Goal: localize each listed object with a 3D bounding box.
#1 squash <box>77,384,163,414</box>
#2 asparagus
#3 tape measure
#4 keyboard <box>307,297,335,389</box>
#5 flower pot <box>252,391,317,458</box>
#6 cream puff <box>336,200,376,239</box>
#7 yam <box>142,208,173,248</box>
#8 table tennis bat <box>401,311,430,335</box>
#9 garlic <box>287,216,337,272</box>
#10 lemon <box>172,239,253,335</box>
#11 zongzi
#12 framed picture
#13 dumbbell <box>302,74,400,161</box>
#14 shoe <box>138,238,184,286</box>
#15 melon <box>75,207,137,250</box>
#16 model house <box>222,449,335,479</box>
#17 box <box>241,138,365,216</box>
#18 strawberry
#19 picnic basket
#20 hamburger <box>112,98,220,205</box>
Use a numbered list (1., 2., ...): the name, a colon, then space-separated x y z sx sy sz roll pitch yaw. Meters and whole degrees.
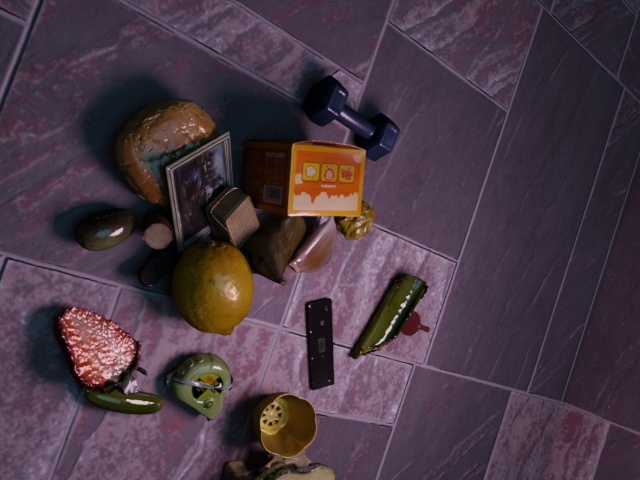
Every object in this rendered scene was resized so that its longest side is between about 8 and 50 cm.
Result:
1. squash: -0.552 0.443 1.656 0.252 0.066 0.066 22 86 -35
2. asparagus: 0.252 0.290 2.174 0.128 0.108 0.382 41 77 -34
3. tape measure: -0.350 0.419 1.772 0.175 0.106 0.200 -48 121 -2
4. keyboard: 0.003 0.356 2.056 0.106 0.027 0.317 -9 103 -30
5. flower pot: -0.131 0.571 1.894 0.195 0.179 0.195 3 84 -24
6. cream puff: 0.105 -0.082 1.981 0.116 0.146 0.146 46 72 -31
7. yam: -0.438 -0.033 1.611 0.084 0.127 0.084 -6 112 -15
8. table tennis bat: 0.367 0.327 2.314 0.154 0.019 0.098 23 84 -33
9. garlic: 0.001 -0.004 1.911 0.128 0.148 0.266 32 85 -14
10. lemon: -0.300 0.130 1.675 0.236 0.236 0.263 13 98 -36
11. zongzi: -0.098 0.018 1.759 0.260 0.289 0.123 -37 120 -25
12. framed picture: -0.316 -0.126 1.636 0.232 0.019 0.296 -41 148 -37
13. dumbbell: 0.102 -0.387 1.920 0.325 0.160 0.144 26 52 -35
14. shoe: -0.450 0.061 1.667 0.071 0.049 0.179 50 47 -19
15. melon: -0.552 -0.031 1.550 0.162 0.099 0.099 -29 114 -34
16. model house: -0.149 0.757 1.865 0.321 0.266 0.261 5 103 -34
17. box: -0.057 -0.189 1.755 0.259 0.283 0.214 -3 101 -35
18. strawberry: -0.594 0.299 1.582 0.286 0.106 0.188 54 44 -15
19. picnic basket: -0.250 -0.063 1.711 0.115 0.079 0.164 -50 153 -24
20. hamburger: -0.399 -0.238 1.595 0.283 0.144 0.259 -52 122 -21
